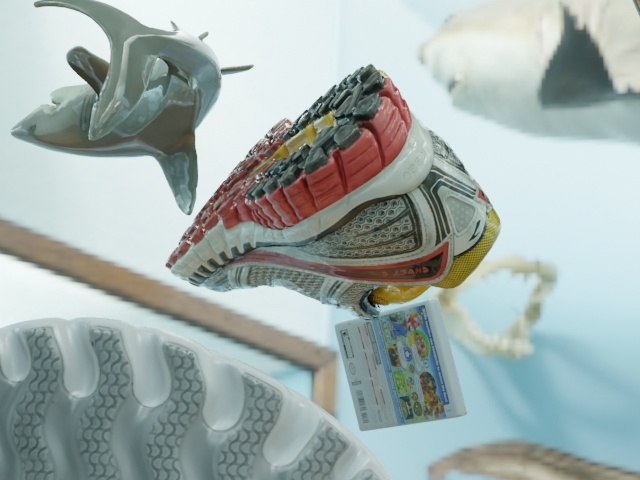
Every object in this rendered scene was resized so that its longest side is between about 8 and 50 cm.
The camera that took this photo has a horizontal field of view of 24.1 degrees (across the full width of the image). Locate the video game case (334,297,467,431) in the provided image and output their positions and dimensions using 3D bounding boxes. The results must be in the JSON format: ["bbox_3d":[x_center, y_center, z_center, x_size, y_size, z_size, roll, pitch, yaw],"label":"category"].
[{"bbox_3d":[0.058,0.095,1.121,0.011,0.087,0.122,-11,-4,-35],"label":"video game case"}]

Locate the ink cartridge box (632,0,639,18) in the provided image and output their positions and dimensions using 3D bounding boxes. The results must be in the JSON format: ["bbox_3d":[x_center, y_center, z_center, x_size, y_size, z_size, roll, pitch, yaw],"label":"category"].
[{"bbox_3d":[0.289,-0.214,0.952,0.211,0.121,0.289,-22,-51,16],"label":"ink cartridge box"}]

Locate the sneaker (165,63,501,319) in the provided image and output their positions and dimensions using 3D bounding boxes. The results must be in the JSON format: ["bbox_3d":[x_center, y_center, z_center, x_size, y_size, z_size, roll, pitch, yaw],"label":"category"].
[{"bbox_3d":[0.000,0.000,0.656,0.092,0.088,0.225,42,-17,-11],"label":"sneaker"}]

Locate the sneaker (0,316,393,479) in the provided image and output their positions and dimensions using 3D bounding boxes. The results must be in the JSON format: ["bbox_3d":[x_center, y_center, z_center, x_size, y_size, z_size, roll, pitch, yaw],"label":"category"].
[{"bbox_3d":[-0.099,0.081,0.496,0.281,0.105,0.115,8,-13,17],"label":"sneaker"}]

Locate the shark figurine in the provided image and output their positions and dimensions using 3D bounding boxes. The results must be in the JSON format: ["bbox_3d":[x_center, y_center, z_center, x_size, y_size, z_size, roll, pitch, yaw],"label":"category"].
[{"bbox_3d":[-0.100,-0.074,0.947,0.166,0.116,0.278,-7,-5,-16],"label":"shark figurine"}]
